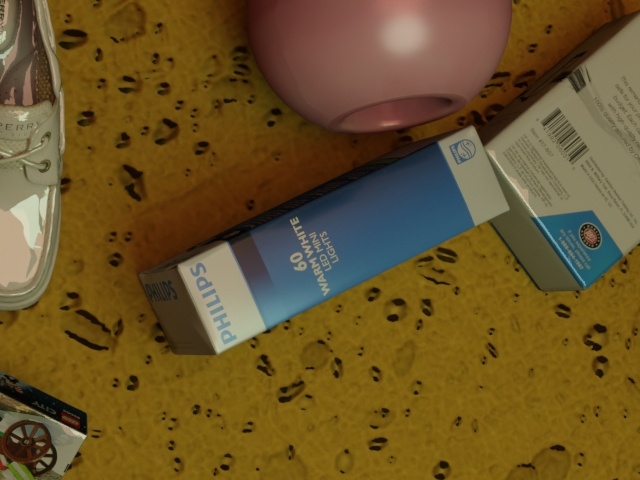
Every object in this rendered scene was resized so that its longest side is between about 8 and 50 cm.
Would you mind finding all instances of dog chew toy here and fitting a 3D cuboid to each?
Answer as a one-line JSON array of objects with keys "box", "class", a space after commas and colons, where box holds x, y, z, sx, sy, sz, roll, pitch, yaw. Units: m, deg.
[{"box": [0.031, -0.256, 1.341, 0.206, 0.206, 0.332, -7, 81, -19], "class": "dog chew toy"}]

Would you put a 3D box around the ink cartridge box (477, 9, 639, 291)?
[{"box": [0.232, -0.075, 1.447, 0.203, 0.086, 0.148, -39, 99, -18], "class": "ink cartridge box"}]

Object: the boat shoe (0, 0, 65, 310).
[{"box": [-0.239, -0.086, 1.284, 0.098, 0.096, 0.277, -4, 88, -21], "class": "boat shoe"}]

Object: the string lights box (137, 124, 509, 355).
[{"box": [0.000, 0.000, 1.339, 0.260, 0.133, 0.077, -26, 95, -18], "class": "string lights box"}]

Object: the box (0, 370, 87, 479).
[{"box": [-0.307, 0.147, 1.241, 0.233, 0.044, 0.159, 28, 100, -15], "class": "box"}]
